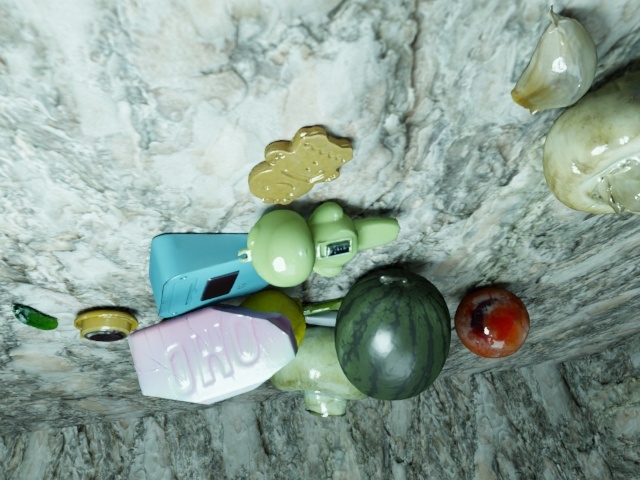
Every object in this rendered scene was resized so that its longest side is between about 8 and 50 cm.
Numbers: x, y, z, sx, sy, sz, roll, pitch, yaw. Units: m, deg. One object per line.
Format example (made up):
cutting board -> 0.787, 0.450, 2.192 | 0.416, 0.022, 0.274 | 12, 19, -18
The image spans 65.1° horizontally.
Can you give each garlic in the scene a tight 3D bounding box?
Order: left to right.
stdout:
garlic -> 0.287, -0.203, 0.597 | 0.084, 0.066, 0.152 | -6, 157, -4

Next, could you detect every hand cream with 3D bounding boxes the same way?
hand cream -> 0.048, 0.229, 1.461 | 0.255, 0.048, 0.079 | 6, 160, -29

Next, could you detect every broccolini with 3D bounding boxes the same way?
broccolini -> 0.098, 0.190, 1.361 | 0.391, 0.074, 0.079 | -11, 148, -1

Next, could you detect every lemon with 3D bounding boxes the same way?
lemon -> -0.127, 0.213, 1.206 | 0.193, 0.181, 0.181 | -17, 157, -13

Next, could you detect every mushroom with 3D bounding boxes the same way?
mushroom -> 0.013, 0.388, 1.521 | 0.351, 0.261, 0.352 | 4, 172, 1
mushroom -> 0.440, -0.124, 0.695 | 0.254, 0.184, 0.255 | -10, 142, -8

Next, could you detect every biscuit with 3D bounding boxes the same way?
biscuit -> -0.037, -0.104, 0.744 | 0.184, 0.027, 0.133 | -24, 153, 28

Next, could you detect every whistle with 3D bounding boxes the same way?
whistle -> -0.007, -0.003, 0.892 | 0.293, 0.141, 0.141 | -15, 161, -32

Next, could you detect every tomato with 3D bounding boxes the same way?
tomato -> 0.493, 0.235, 1.449 | 0.208, 0.208, 0.184 | -13, 153, 8

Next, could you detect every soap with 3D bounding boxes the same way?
soap -> -0.216, 0.236, 1.066 | 0.323, 0.193, 0.109 | -17, 176, 0

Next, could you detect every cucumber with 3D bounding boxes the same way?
cucumber -> -0.638, 0.173, 1.112 | 0.037, 0.037, 0.155 | -11, 155, 3

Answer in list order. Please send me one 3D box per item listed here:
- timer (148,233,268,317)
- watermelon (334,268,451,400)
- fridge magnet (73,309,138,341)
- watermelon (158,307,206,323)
timer -> -0.205, 0.055, 1.002 | 0.249, 0.092, 0.232 | -11, 157, -26
watermelon -> 0.170, 0.217, 1.192 | 0.278, 0.279, 0.360 | -3, 125, -13
fridge magnet -> -0.506, 0.201, 1.186 | 0.142, 0.063, 0.143 | -5, 154, -2
watermelon -> -0.306, 0.246, 1.216 | 0.214, 0.188, 0.188 | -37, 148, 12
